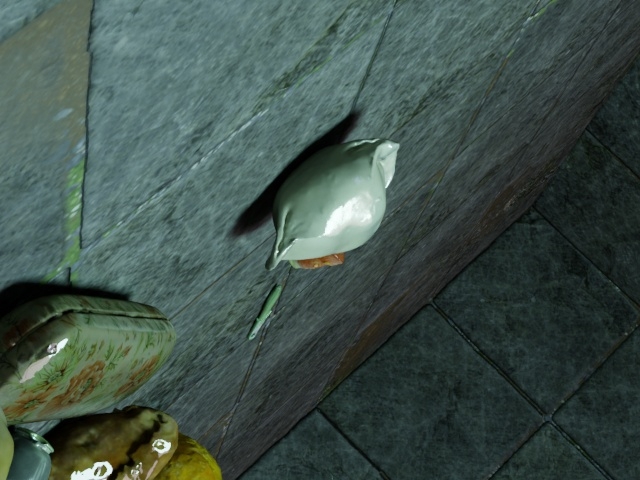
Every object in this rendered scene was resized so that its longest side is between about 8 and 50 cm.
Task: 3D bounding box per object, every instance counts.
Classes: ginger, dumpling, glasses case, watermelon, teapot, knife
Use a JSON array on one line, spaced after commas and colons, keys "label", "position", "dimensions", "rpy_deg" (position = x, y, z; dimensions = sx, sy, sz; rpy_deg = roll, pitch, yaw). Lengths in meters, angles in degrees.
[{"label": "ginger", "position": [-0.348, 0.342, 1.983], "dimensions": [0.321, 0.172, 0.165], "rpy_deg": [-48, 133, -20]}, {"label": "dumpling", "position": [0.014, -0.047, 1.930], "dimensions": [0.250, 0.132, 0.162], "rpy_deg": [-43, 166, -10]}, {"label": "glasses case", "position": [-0.275, 0.133, 1.589], "dimensions": [0.156, 0.098, 0.425], "rpy_deg": [-40, 170, 5]}, {"label": "watermelon", "position": [0.000, 0.000, 2.160], "dimensions": [0.125, 0.094, 0.135], "rpy_deg": [-38, 165, 4]}, {"label": "teapot", "position": [-0.390, 0.279, 1.804], "dimensions": [0.091, 0.124, 0.092], "rpy_deg": [-58, 133, -21]}, {"label": "knife", "position": [-0.096, 0.125, 2.475], "dimensions": [0.030, 0.014, 0.207], "rpy_deg": [-38, 169, -33]}]

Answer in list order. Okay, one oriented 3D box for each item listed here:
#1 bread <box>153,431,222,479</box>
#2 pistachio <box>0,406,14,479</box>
[{"label": "bread", "position": [-0.320, 0.497, 2.365], "dimensions": [0.250, 0.361, 0.394], "rpy_deg": [43, 79, -35]}, {"label": "pistachio", "position": [-0.406, 0.215, 1.282], "dimensions": [0.166, 0.197, 0.288], "rpy_deg": [-5, -164, 24]}]
